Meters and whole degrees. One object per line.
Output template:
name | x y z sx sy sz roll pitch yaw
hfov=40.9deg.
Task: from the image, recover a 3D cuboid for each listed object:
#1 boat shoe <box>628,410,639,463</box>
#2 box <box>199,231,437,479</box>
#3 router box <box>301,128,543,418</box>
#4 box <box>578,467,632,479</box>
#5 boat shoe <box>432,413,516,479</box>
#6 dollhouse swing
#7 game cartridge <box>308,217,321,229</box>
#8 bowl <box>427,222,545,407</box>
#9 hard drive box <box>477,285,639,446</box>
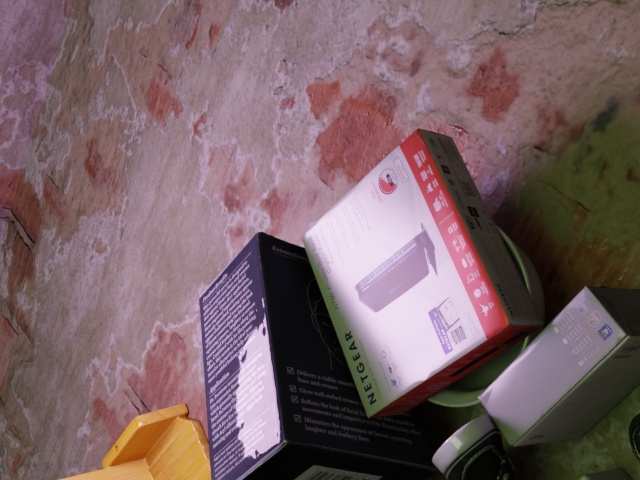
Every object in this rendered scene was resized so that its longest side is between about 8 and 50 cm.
boat shoe | 0.496 0.338 1.042 0.340 0.113 0.127 50 133 33
box | -0.019 0.228 1.433 0.212 0.294 0.395 -45 39 35
router box | 0.137 0.055 1.305 0.301 0.082 0.335 -43 57 36
box | 0.394 0.380 1.174 0.101 0.102 0.087 52 124 38
boat shoe | 0.236 0.345 1.245 0.108 0.301 0.102 -34 58 -11
dollhouse swing | -0.426 0.585 1.894 0.315 0.305 0.346 -52 50 30
game cartridge | 0.000 0.000 1.707 0.056 0.017 0.083 -20 71 41
bowl | 0.241 0.107 1.346 0.298 0.134 0.297 -6 81 46
hard drive box | 0.360 0.174 1.175 0.232 0.181 0.089 -54 50 28
